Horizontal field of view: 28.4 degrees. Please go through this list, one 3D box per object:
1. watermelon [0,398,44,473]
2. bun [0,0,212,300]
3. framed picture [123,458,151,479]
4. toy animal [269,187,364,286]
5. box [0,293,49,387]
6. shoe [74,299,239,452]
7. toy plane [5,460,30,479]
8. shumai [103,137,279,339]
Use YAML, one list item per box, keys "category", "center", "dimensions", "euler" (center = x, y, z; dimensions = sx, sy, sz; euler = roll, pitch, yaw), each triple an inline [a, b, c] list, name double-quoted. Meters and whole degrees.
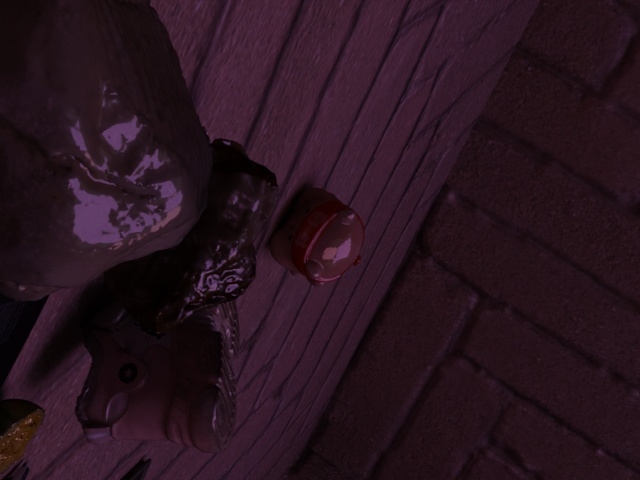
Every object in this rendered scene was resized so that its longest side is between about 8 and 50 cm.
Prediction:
- category: "watermelon"
  center: [-0.375, 0.225, 1.485]
  dimensions: [0.105, 0.062, 0.105]
  euler: [-46, 166, -15]
- category: "bun"
  center: [-0.206, -0.094, 0.888]
  dimensions: [0.205, 0.281, 0.281]
  euler: [-23, 172, 8]
- category: "framed picture"
  center: [-0.413, 0.545, 2.355]
  dimensions: [0.217, 0.017, 0.274]
  euler: [-41, 161, -53]
- category: "toy animal"
  center: [0.000, 0.000, 2.265]
  dimensions: [0.171, 0.171, 0.197]
  euler: [-56, 177, -4]
- category: "box"
  center: [-0.337, 0.065, 1.177]
  dimensions: [0.290, 0.073, 0.289]
  euler: [-60, 169, 16]
- category: "shoe"
  center: [-0.210, 0.112, 1.629]
  dimensions: [0.351, 0.198, 0.172]
  euler: [-93, 179, -47]
- category: "toy plane"
  center: [-0.437, 0.393, 1.658]
  dimensions: [0.160, 0.082, 0.234]
  euler: [-29, -168, 47]
- category: "shumai"
  center: [-0.159, -0.027, 1.484]
  dimensions: [0.218, 0.184, 0.185]
  euler: [-30, 134, -45]
